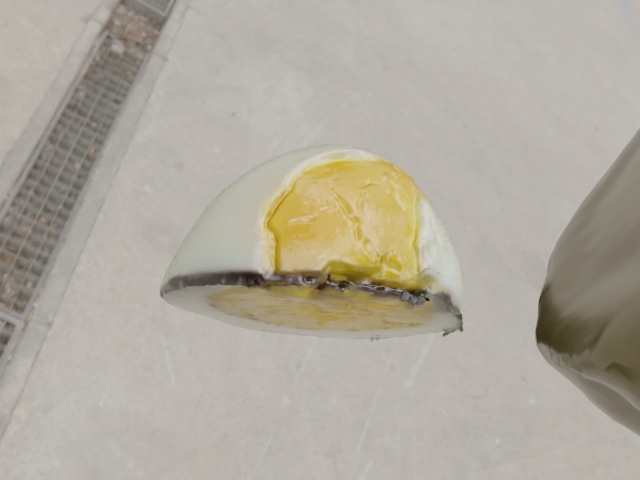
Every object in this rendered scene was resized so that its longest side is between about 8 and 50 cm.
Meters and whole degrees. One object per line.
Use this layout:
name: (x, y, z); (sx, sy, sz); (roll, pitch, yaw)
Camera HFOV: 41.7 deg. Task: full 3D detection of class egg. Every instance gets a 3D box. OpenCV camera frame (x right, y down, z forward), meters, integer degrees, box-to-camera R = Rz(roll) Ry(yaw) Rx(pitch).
egg: (0.000, 0.000, 0.954); (0.337, 0.337, 0.200); (17, 70, -27)

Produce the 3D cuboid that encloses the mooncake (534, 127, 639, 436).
mooncake: (0.310, -0.022, 0.486); (0.201, 0.378, 0.378); (38, 37, 1)
